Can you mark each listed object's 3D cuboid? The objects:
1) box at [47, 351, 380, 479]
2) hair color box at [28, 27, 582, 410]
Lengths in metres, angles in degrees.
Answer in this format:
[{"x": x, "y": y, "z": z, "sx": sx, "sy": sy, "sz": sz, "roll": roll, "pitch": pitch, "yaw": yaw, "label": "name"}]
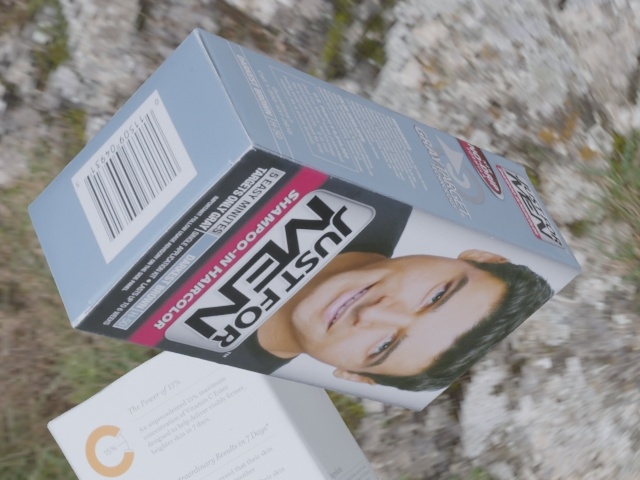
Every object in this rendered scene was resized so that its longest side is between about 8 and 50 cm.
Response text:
[{"x": -0.068, "y": 0.262, "z": 1.758, "sx": 0.215, "sy": 0.168, "sz": 0.345, "roll": -32, "pitch": 85, "yaw": 13, "label": "box"}, {"x": 0.000, "y": 0.000, "z": 1.291, "sx": 0.185, "sy": 0.374, "sz": 0.113, "roll": -43, "pitch": 54, "yaw": 24, "label": "hair color box"}]
